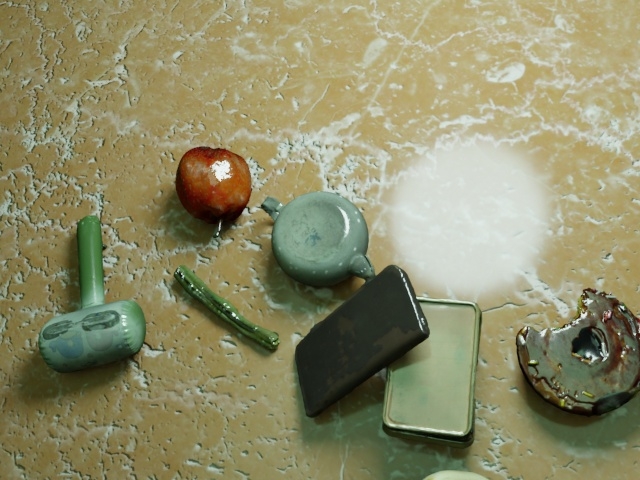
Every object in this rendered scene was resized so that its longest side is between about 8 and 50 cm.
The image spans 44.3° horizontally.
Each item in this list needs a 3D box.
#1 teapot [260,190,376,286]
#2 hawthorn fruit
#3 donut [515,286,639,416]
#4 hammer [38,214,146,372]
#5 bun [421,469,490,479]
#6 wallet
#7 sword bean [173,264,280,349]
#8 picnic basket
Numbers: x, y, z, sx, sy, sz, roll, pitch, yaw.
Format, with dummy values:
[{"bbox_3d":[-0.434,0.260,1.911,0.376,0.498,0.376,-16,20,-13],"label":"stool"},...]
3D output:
[{"bbox_3d":[0.000,0.000,1.563,0.294,0.129,0.193,33,77,21],"label":"teapot"},{"bbox_3d":[-0.218,-0.097,1.618,0.157,0.157,0.193,-10,74,4],"label":"hawthorn fruit"},{"bbox_3d":[0.477,0.209,1.426,0.230,0.096,0.216,-41,71,-8],"label":"donut"},{"bbox_3d":[-0.468,0.097,1.609,0.207,0.119,0.335,-13,61,3],"label":"hammer"},{"bbox_3d":[0.231,0.506,1.329,0.230,0.145,0.229,13,45,-13],"label":"bun"},{"bbox_3d":[0.065,0.184,1.426,0.309,0.042,0.165,-43,43,30],"label":"wallet"},{"bbox_3d":[-0.191,0.138,1.585,0.269,0.038,0.043,34,102,19],"label":"sword bean"},{"bbox_3d":[0.205,0.239,1.430,0.165,0.139,0.266,4,70,10],"label":"picnic basket"}]
